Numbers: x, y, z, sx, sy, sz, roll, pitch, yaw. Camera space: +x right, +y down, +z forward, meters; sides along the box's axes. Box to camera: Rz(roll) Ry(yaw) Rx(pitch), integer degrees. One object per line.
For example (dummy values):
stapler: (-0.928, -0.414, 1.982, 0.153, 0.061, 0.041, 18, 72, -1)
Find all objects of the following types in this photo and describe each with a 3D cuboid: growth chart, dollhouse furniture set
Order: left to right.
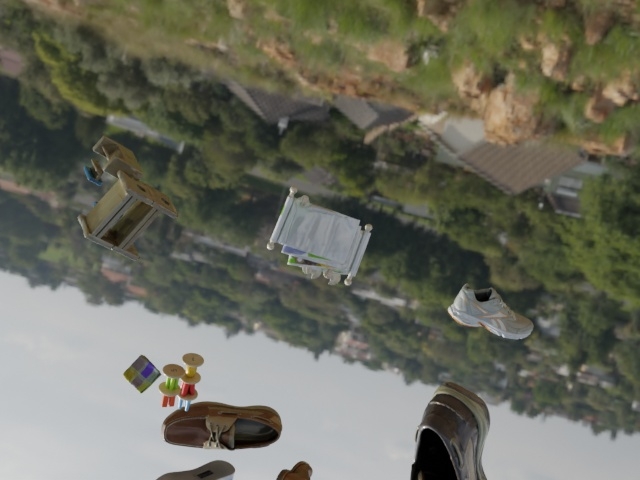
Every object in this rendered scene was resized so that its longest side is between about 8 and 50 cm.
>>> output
dollhouse furniture set: (-0.386, -0.081, 1.693, 0.129, 0.129, 0.183, 32, -163, -45)
growth chart: (0.000, 0.000, 1.918, 0.237, 0.172, 0.021, 23, -169, -25)

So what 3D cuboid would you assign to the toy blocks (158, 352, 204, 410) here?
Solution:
toy blocks: (-0.332, 0.351, 2.052, 0.054, 0.148, 0.123, 26, -152, 24)

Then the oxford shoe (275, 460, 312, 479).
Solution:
oxford shoe: (-0.056, 0.653, 2.370, 0.076, 0.076, 0.212, 21, -176, 18)

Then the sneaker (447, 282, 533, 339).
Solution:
sneaker: (0.513, 0.203, 2.549, 0.263, 0.121, 0.099, 16, -157, -13)

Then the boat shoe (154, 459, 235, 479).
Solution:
boat shoe: (-0.321, 0.629, 2.200, 0.258, 0.084, 0.095, -1, -154, -45)

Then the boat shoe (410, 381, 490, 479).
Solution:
boat shoe: (0.209, 0.410, 1.514, 0.132, 0.355, 0.130, 18, -143, 39)

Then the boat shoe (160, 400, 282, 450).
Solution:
boat shoe: (-0.256, 0.495, 2.308, 0.325, 0.123, 0.116, -3, -170, -13)

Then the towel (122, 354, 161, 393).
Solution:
towel: (-0.357, 0.266, 1.744, 0.083, 0.060, 0.009, 31, 161, 46)
